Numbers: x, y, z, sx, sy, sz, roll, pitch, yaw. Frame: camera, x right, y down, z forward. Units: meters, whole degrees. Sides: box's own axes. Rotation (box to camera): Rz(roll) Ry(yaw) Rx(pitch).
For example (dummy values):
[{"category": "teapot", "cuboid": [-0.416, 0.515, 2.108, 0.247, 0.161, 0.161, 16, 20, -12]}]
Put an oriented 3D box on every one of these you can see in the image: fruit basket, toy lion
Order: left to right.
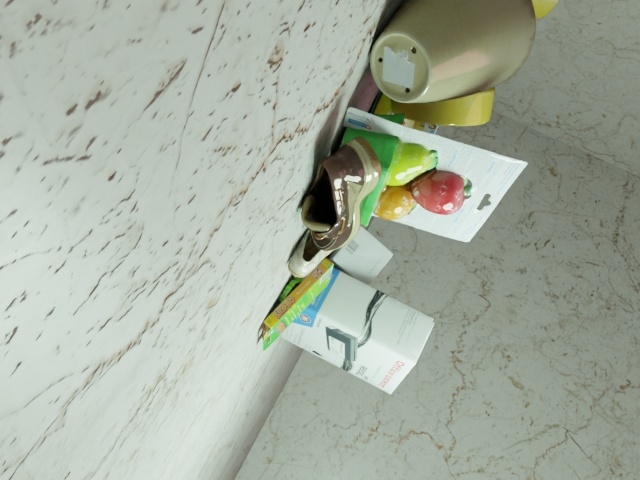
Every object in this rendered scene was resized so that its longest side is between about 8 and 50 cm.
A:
[{"category": "toy lion", "cuboid": [-0.077, 0.134, 1.463, 0.096, 0.034, 0.100, -48, 165, -42]}, {"category": "fruit basket", "cuboid": [0.201, -0.131, 1.206, 0.327, 0.354, 0.165, 103, -1, -61]}]

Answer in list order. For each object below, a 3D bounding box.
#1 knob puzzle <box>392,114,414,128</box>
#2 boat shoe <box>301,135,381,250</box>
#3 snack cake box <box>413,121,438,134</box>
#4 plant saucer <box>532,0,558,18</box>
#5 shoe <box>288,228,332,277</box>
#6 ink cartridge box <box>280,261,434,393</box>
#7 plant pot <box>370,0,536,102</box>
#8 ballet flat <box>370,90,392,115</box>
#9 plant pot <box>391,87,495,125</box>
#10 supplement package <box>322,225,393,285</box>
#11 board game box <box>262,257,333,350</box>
[{"category": "knob puzzle", "cuboid": [0.234, -0.370, 1.698, 0.213, 0.030, 0.213, -36, 137, -43]}, {"category": "boat shoe", "cuboid": [0.011, -0.066, 1.115, 0.123, 0.123, 0.342, -27, 165, -24]}, {"category": "snack cake box", "cuboid": [0.258, -0.300, 1.811, 0.264, 0.152, 0.089, -59, 173, -36]}, {"category": "plant saucer", "cuboid": [0.544, -0.754, 1.460, 0.333, 0.081, 0.332, -11, 116, -36]}, {"category": "shoe", "cuboid": [0.000, 0.000, 1.325, 0.219, 0.077, 0.058, -55, 174, -41]}, {"category": "ink cartridge box", "cuboid": [0.098, 0.260, 1.696, 0.166, 0.395, 0.285, -60, 172, -32]}, {"category": "plant pot", "cuboid": [0.223, -0.365, 1.075, 0.274, 0.256, 0.256, -38, 159, -36]}, {"category": "ballet flat", "cuboid": [0.132, -0.249, 1.372, 0.230, 0.077, 0.077, -63, 173, -2]}, {"category": "plant pot", "cuboid": [0.300, -0.420, 1.372, 0.254, 0.254, 0.238, -52, 150, -60]}, {"category": "supplement package", "cuboid": [0.102, 0.060, 1.781, 0.139, 0.134, 0.244, -50, -176, -12]}, {"category": "board game box", "cuboid": [-0.064, 0.163, 1.444, 0.259, 0.039, 0.124, -48, 165, -27]}]
